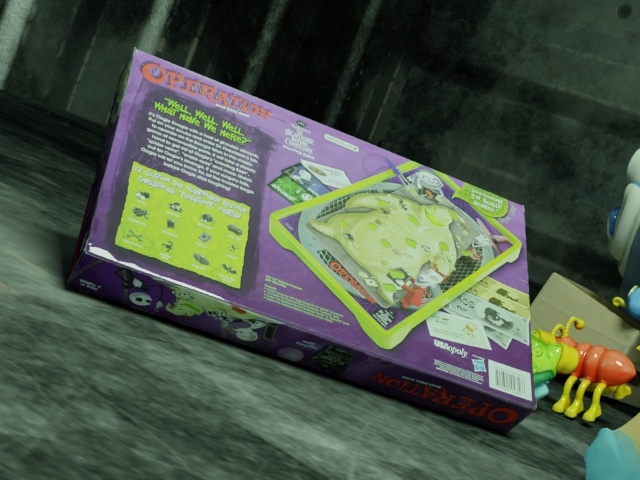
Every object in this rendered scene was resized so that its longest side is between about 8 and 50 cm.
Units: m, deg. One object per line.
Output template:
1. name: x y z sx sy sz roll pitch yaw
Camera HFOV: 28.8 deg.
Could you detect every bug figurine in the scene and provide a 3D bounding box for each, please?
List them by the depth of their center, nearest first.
1. bug figurine: 0.344 0.104 1.200 0.216 0.072 0.279 13 20 33

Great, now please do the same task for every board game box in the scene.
1. board game box: 0.000 0.000 0.928 0.346 0.208 0.056 21 -40 -17

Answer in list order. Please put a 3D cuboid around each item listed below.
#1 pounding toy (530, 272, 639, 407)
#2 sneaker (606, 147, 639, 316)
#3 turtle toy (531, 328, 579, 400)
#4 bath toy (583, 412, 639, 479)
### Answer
1. pounding toy: 0.351 0.145 1.410 0.206 0.094 0.181 39 10 37
2. sneaker: 0.421 -0.017 1.313 0.236 0.130 0.323 52 -28 10
3. turtle toy: 0.163 0.103 1.107 0.095 0.066 0.130 20 4 -15
4. bath toy: 0.293 0.153 0.822 0.129 0.152 0.348 -21 -19 29
